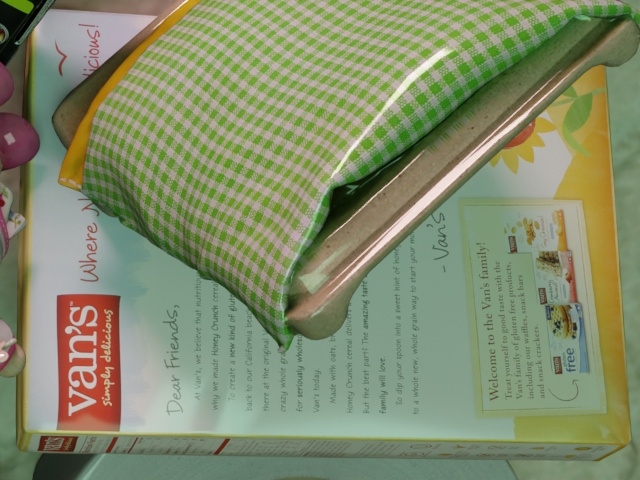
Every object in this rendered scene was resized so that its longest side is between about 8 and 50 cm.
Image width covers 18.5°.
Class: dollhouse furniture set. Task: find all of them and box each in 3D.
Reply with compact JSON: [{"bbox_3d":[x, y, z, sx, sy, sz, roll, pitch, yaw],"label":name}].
[{"bbox_3d":[0.019,-0.136,0.665,0.301,0.197,0.151,-43,119,-12],"label":"dollhouse furniture set"}]

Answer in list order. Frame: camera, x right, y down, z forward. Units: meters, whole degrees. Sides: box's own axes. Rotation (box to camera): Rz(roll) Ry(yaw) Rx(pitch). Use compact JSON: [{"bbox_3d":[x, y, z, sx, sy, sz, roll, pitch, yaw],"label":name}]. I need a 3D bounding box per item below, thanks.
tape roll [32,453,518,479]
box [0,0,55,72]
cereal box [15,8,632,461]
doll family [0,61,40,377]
[{"bbox_3d":[-0.019,0.141,0.862,0.219,0.072,0.219,-3,109,-9],"label":"tape roll"},{"bbox_3d":[-0.195,-0.116,0.712,0.191,0.045,0.184,29,126,-19],"label":"box"},{"bbox_3d":[0.000,0.000,0.786,0.240,0.047,0.173,3,73,-11],"label":"cereal box"},{"bbox_3d":[-0.186,-0.047,0.632,0.118,0.163,0.263,-8,130,13],"label":"doll family"}]
